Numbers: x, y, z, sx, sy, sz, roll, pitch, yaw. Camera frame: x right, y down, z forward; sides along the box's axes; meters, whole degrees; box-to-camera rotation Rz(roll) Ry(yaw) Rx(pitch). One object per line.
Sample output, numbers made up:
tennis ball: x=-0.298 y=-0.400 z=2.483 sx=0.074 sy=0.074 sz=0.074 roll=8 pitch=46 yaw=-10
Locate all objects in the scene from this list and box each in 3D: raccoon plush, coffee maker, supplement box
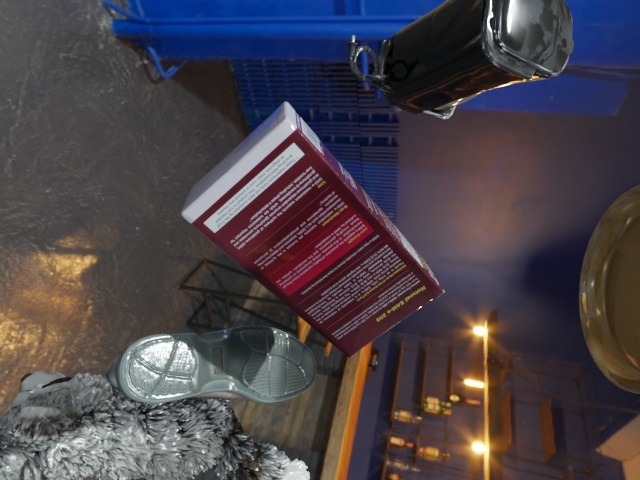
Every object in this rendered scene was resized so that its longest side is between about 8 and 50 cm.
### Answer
raccoon plush: x=-0.235 y=0.307 z=0.631 sx=0.299 sy=0.446 sz=0.216 roll=-23 pitch=130 yaw=-78
coffee maker: x=0.149 y=-0.208 z=0.477 sx=0.178 sy=0.171 sz=0.120 roll=4 pitch=-71 yaw=67
supplement box: x=0.000 y=0.000 z=0.428 sx=0.239 sy=0.130 sz=0.073 roll=46 pitch=16 yaw=-24

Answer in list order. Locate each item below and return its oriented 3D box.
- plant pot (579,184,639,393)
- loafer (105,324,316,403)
plant pot: x=0.371 y=0.053 z=0.484 sx=0.236 sy=0.032 sz=0.237 roll=8 pitch=90 yaw=-85
loafer: x=-0.127 y=0.157 z=0.540 sx=0.267 sy=0.084 sz=0.096 roll=15 pitch=65 yaw=-40
